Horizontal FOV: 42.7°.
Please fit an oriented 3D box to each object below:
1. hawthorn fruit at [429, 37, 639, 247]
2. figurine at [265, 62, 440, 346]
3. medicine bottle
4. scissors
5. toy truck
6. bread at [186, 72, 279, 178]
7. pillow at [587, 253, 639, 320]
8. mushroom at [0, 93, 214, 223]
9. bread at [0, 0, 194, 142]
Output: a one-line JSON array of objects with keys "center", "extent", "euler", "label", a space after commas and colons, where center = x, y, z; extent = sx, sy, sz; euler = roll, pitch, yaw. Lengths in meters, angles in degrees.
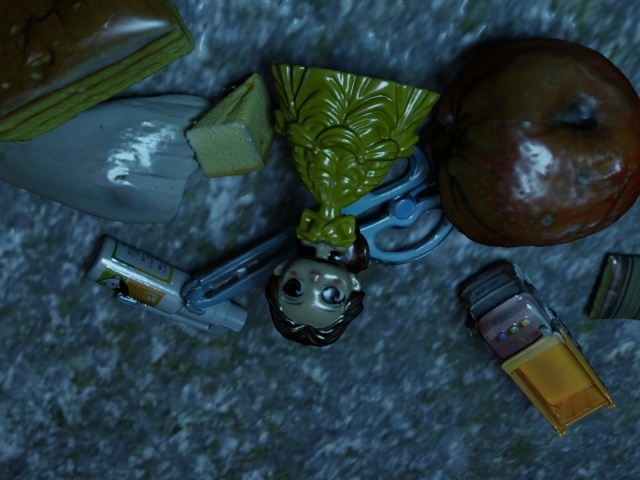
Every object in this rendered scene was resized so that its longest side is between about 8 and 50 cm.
[{"center": [0.254, -0.106, 0.961], "extent": [0.262, 0.258, 0.258], "euler": [14, 120, -39], "label": "hawthorn fruit"}, {"center": [0.012, -0.030, 0.947], "extent": [0.188, 0.168, 0.315], "euler": [7, 98, -23], "label": "figurine"}, {"center": [-0.209, 0.073, 1.103], "extent": [0.221, 0.061, 0.092], "euler": [27, 138, -22], "label": "medicine bottle"}, {"center": [0.000, 0.000, 1.075], "extent": [0.393, 0.032, 0.180], "euler": [-25, 119, -2], "label": "scissors"}, {"center": [0.311, 0.158, 1.183], "extent": [0.114, 0.135, 0.270], "euler": [-35, 120, 13], "label": "toy truck"}, {"center": [-0.101, -0.142, 0.965], "extent": [0.080, 0.109, 0.084], "euler": [-3, 140, 19], "label": "bread"}, {"center": [0.505, 0.073, 1.220], "extent": [0.204, 0.038, 0.113], "euler": [5, 117, -12], "label": "pillow"}, {"center": [-0.299, -0.111, 0.954], "extent": [0.329, 0.122, 0.159], "euler": [8, 83, -14], "label": "mushroom"}, {"center": [-0.271, -0.224, 0.831], "extent": [0.234, 0.110, 0.184], "euler": [-28, 79, 7], "label": "bread"}]
